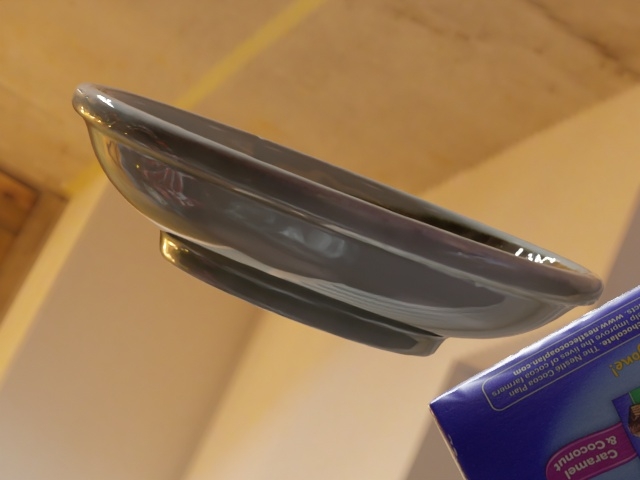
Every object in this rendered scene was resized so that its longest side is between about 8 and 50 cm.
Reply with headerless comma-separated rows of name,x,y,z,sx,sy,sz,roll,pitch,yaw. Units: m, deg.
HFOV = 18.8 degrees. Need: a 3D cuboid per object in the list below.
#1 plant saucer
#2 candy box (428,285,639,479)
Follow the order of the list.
plant saucer,0.000,0.000,1.380,0.400,0.100,0.400,20,4,-2
candy box,0.238,0.157,0.917,0.317,0.268,0.122,64,3,40
